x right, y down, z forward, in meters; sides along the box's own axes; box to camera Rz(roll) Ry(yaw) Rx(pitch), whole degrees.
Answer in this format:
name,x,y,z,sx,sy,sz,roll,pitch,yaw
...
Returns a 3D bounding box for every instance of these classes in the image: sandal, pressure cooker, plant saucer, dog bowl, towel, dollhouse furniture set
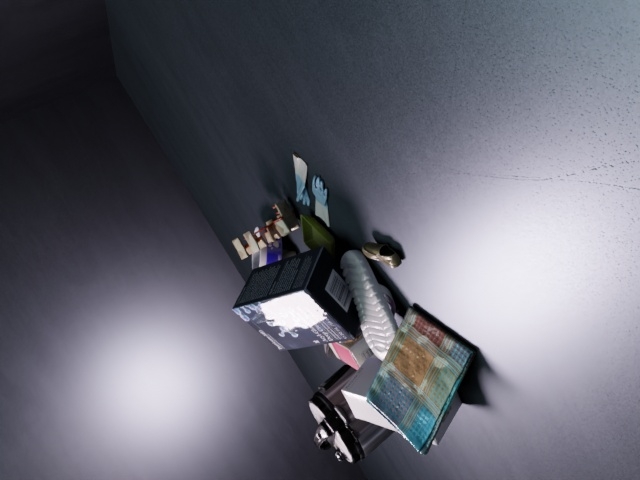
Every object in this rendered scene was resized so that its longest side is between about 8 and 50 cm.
name,x,y,z,sx,sy,sz,roll,pitch,yaw
sandal,0.201,0.220,1.604,0.169,0.102,0.416,-22,88,55
pressure cooker,0.144,0.809,2.128,0.375,0.420,0.370,13,134,63
plant saucer,0.000,0.000,1.795,0.188,0.045,0.188,45,157,29
dog bowl,-0.265,0.065,2.238,0.265,0.104,0.265,-178,90,-73
towel,0.297,0.430,1.431,0.271,0.040,0.370,34,109,44
dollhouse furniture set,-0.223,-0.061,1.965,0.259,0.262,0.135,-26,96,36

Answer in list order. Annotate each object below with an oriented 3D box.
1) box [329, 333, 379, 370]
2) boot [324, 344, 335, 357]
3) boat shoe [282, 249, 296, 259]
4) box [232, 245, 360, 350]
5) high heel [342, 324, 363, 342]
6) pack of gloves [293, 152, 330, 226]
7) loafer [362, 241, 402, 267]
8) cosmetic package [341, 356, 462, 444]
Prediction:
name,x,y,z,sx,sy,sz,roll,pitch,yaw
box,0.149,0.443,1.963,0.127,0.148,0.232,62,160,-15
boot,0.023,0.417,2.304,0.223,0.118,0.338,44,147,40
boat shoe,-0.165,0.103,2.256,0.079,0.095,0.254,64,160,-14
box,-0.078,0.232,1.731,0.395,0.212,0.293,-20,124,39
high heel,0.102,0.327,1.842,0.093,0.186,0.261,62,159,-14
pack of gloves,-0.045,-0.170,1.647,0.195,0.046,0.232,46,158,30
loafer,0.187,0.033,1.408,0.148,0.056,0.050,24,143,40
cosmetic package,0.282,0.557,1.630,0.365,0.197,0.155,-2,121,46
